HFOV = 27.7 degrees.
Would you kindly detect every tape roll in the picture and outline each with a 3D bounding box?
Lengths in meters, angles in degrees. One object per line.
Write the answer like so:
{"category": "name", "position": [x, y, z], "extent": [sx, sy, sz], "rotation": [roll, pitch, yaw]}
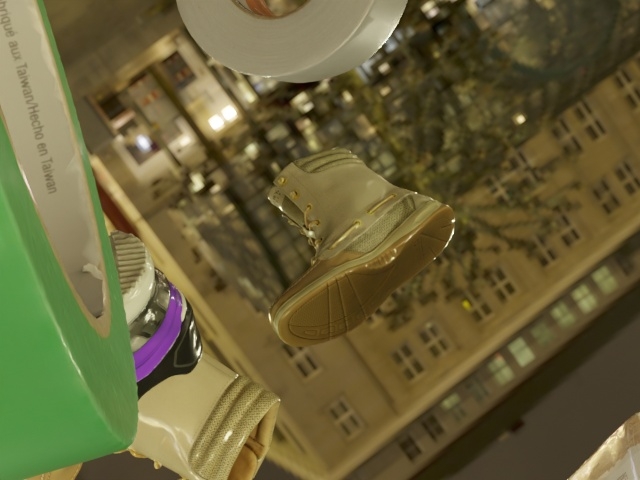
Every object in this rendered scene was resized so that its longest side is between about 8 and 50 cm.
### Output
{"category": "tape roll", "position": [-0.026, -0.255, 1.187], "extent": [0.219, 0.219, 0.072], "rotation": [-32, 167, 24]}
{"category": "tape roll", "position": [-0.148, -0.067, 0.485], "extent": [0.077, 0.321, 0.321], "rotation": [-16, -173, -5]}

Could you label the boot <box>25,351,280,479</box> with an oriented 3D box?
{"category": "boot", "position": [-0.157, 0.178, 1.157], "extent": [0.095, 0.203, 0.262], "rotation": [-42, 163, -57]}

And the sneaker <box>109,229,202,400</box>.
{"category": "sneaker", "position": [-0.214, 0.122, 0.963], "extent": [0.293, 0.146, 0.102], "rotation": [-29, -135, 11]}

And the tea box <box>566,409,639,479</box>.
{"category": "tea box", "position": [0.406, 0.269, 1.154], "extent": [0.324, 0.220, 0.329], "rotation": [-11, 155, -13]}

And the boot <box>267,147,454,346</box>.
{"category": "boot", "position": [0.000, 0.000, 1.237], "extent": [0.213, 0.077, 0.165], "rotation": [-36, -130, -25]}
